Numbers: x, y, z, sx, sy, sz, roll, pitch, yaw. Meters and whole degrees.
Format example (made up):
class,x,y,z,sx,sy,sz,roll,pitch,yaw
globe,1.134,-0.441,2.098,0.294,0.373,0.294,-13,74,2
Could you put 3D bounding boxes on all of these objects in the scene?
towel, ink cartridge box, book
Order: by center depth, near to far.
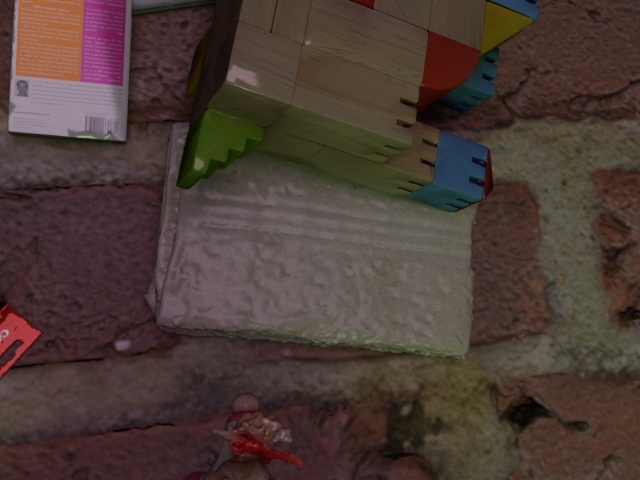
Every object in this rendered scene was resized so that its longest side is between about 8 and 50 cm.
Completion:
class,x,y,z,sx,sy,sz,roll,pitch,yaw
ink cartridge box,-0.286,0.058,0.655,0.115,0.029,0.063,39,74,0
book,-0.209,-0.158,0.701,0.096,0.035,0.144,4,88,-16
towel,0.000,0.000,0.714,0.282,0.049,0.187,8,78,-11

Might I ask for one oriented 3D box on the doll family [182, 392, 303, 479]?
class,x,y,z,sx,sy,sz,roll,pitch,yaw
doll family,-0.031,0.201,0.328,0.118,0.163,0.262,23,66,-8

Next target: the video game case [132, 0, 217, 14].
class,x,y,z,sx,sy,sz,roll,pitch,yaw
video game case,-0.185,-0.296,0.754,0.173,0.022,0.190,-12,81,-13

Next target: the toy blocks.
class,x,y,z,sx,sy,sz,roll,pitch,yaw
toy blocks,0.057,-0.196,0.677,0.261,0.191,0.381,16,72,-21
